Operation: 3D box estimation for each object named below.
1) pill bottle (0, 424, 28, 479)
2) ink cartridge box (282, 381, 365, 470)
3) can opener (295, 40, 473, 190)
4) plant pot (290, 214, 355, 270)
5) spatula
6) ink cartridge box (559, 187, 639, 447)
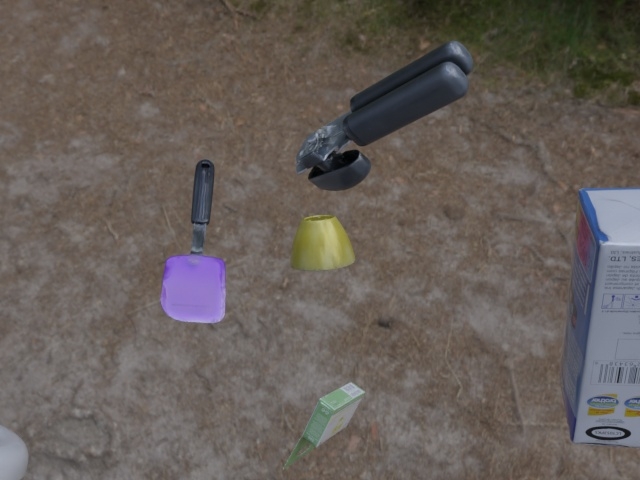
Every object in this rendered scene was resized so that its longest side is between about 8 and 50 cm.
[{"bbox_3d":[-0.282,0.236,0.395,0.153,0.153,0.264,10,81,15],"label":"pill bottle"},{"bbox_3d":[0.010,0.488,1.760,0.056,0.235,0.171,32,19,23],"label":"ink cartridge box"},{"bbox_3d":[0.077,-0.140,0.851,0.283,0.095,0.076,-21,39,43],"label":"can opener"},{"bbox_3d":[0.000,0.000,1.393,0.134,0.095,0.134,-6,12,1],"label":"plant pot"},{"bbox_3d":[-0.173,-0.012,0.970,0.084,0.030,0.296,3,47,-9],"label":"spatula"},{"bbox_3d":[0.468,0.133,0.902,0.270,0.395,0.151,1,30,11],"label":"ink cartridge box"}]
